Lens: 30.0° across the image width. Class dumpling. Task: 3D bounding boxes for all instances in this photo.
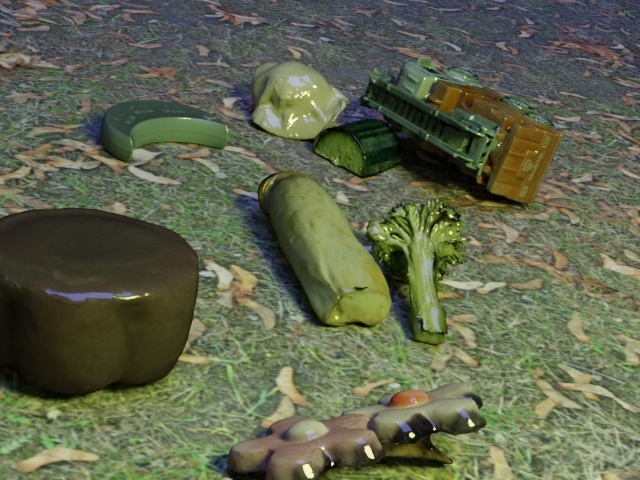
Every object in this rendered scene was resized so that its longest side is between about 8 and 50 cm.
[{"bbox_3d":[-0.053,-0.219,1.915,0.169,0.100,0.134,38,67,6],"label":"dumpling"}]

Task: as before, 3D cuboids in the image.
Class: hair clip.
[{"bbox_3d":[0.042,0.183,1.116,0.257,0.075,0.146,-3,9,-30],"label":"hair clip"}]

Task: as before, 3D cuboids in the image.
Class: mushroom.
[{"bbox_3d":[0.000,0.000,1.476,0.100,0.081,0.312,-2,30,-18],"label":"mushroom"}]

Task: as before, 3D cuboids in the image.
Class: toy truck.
[{"bbox_3d":[0.200,-0.188,1.855,0.184,0.133,0.338,9,22,-36],"label":"toy truck"}]

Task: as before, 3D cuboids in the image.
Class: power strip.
[{"bbox_3d":[-0.232,-0.167,1.763,0.216,0.044,0.137,-14,35,-42],"label":"power strip"}]

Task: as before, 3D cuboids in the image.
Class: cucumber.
[{"bbox_3d":[0.058,-0.150,1.839,0.116,0.062,0.115,27,25,27],"label":"cucumber"}]

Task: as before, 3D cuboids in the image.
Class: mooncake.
[{"bbox_3d":[-0.236,0.053,1.195,0.245,0.133,0.245,9,25,-5],"label":"mooncake"}]

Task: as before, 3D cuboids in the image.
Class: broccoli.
[{"bbox_3d":[0.121,0.042,1.432,0.118,0.122,0.204,-14,42,14],"label":"broccoli"}]

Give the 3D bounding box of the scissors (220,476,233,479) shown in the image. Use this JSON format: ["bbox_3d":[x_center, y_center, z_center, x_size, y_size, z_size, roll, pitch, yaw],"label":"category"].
[{"bbox_3d":[-0.045,0.288,0.916,0.160,0.024,0.317,10,25,-4],"label":"scissors"}]
